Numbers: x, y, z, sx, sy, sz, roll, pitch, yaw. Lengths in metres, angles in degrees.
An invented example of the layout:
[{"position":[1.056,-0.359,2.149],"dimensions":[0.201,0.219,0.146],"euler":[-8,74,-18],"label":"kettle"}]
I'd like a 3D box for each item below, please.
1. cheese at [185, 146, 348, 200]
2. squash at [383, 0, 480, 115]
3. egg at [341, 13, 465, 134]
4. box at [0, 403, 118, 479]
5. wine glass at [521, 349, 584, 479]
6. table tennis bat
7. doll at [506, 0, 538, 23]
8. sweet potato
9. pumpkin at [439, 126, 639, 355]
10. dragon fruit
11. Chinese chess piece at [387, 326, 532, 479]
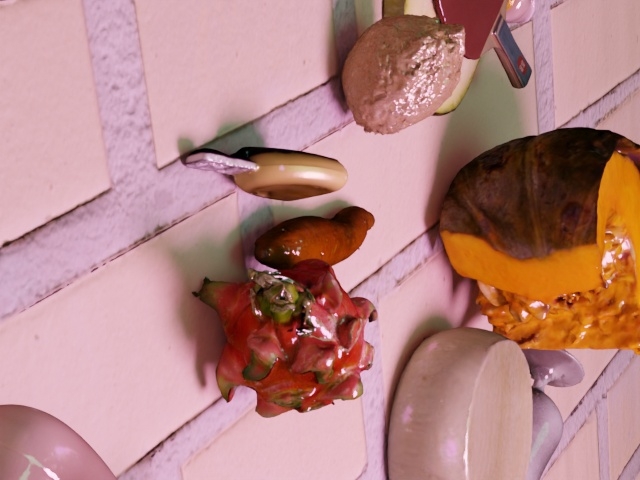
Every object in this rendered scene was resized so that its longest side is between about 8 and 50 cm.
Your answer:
[{"position":[-0.054,-0.063,1.359],"dimensions":[0.162,0.086,0.036],"euler":[10,78,-49],"label":"cheese"},{"position":[0.127,-0.250,1.731],"dimensions":[0.219,0.041,0.219],"euler":[-20,114,-57],"label":"squash"},{"position":[0.083,-0.171,1.560],"dimensions":[0.140,0.118,0.116],"euler":[-52,124,-15],"label":"egg"},{"position":[-0.202,0.204,1.076],"dimensions":[0.146,0.088,0.200],"euler":[-67,148,-31],"label":"box"},{"position":[0.258,0.249,1.974],"dimensions":[0.231,0.103,0.103],"euler":[-64,146,-33],"label":"wine glass"},{"position":[0.192,-0.267,1.774],"dimensions":[0.274,0.021,0.154],"euler":[52,55,-49],"label":"table tennis bat"},{"position":[0.226,-0.293,1.890],"dimensions":[0.127,0.073,0.084],"euler":[-3,129,-59],"label":"doll"},{"position":[-0.001,0.001,1.489],"dimensions":[0.264,0.057,0.057],"euler":[-11,103,-66],"label":"sweet potato"},{"position":[0.291,0.002,1.845],"dimensions":[0.256,0.225,0.303],"euler":[-71,148,-42],"label":"pumpkin"},{"position":[-0.034,0.075,1.341],"dimensions":[0.236,0.137,0.135],"euler":[39,44,-60],"label":"dragon fruit"},{"position":[0.167,0.226,1.791],"dimensions":[0.250,0.101,0.250],"euler":[-14,105,-62],"label":"Chinese chess piece"}]
